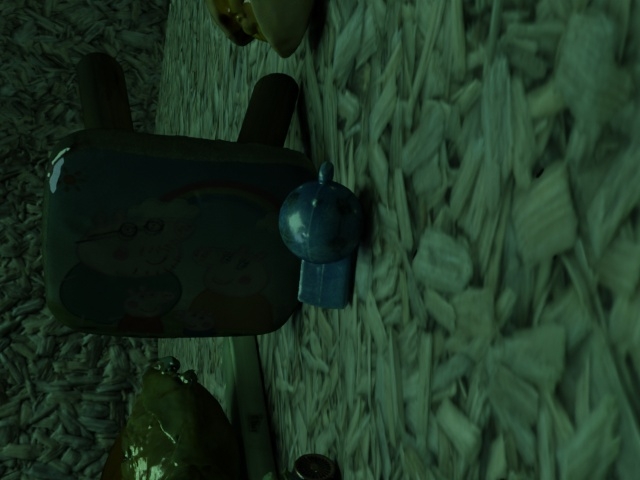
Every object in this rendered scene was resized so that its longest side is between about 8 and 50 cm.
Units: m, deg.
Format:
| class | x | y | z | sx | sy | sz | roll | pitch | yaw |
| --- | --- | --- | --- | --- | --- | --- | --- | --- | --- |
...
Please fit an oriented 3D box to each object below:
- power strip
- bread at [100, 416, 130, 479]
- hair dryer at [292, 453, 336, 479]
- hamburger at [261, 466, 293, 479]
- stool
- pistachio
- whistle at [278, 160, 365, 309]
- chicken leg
| class | x | y | z | sx | sy | sz | roll | pitch | yaw |
| --- | --- | --- | --- | --- | --- | --- | --- | --- | --- |
| power strip | -0.107 | 0.261 | 1.530 | 0.367 | 0.043 | 0.106 | -104 | 20 | -45 |
| bread | -0.268 | 0.447 | 1.806 | 0.250 | 0.225 | 0.279 | -105 | 25 | -45 |
| hair dryer | 0.004 | 0.347 | 1.072 | 0.195 | 0.050 | 0.173 | -117 | 27 | -56 |
| hamburger | -0.052 | 0.323 | 1.286 | 0.121 | 0.054 | 0.084 | 143 | 125 | -82 |
| stool | -0.172 | -0.054 | 1.278 | 0.226 | 0.311 | 0.310 | -97 | 16 | -46 |
| pistachio | -0.065 | -0.324 | 1.191 | 0.157 | 0.157 | 0.229 | -115 | 23 | -61 |
| whistle | 0.000 | 0.000 | 1.015 | 0.090 | 0.090 | 0.157 | -126 | 39 | -68 |
| chicken leg | -0.163 | 0.335 | 1.365 | 0.201 | 0.153 | 0.429 | -56 | 29 | 13 |
